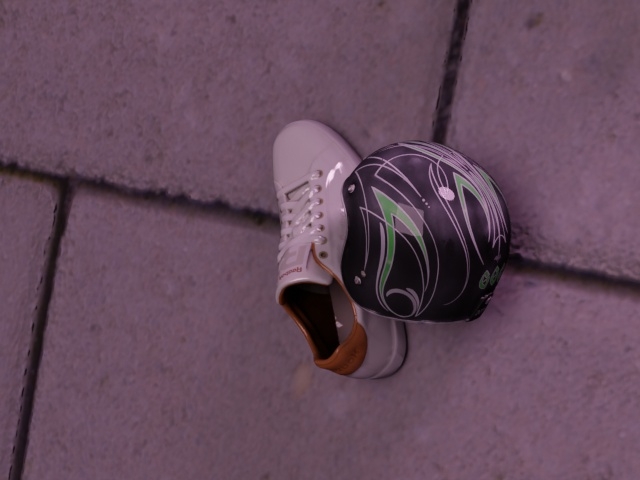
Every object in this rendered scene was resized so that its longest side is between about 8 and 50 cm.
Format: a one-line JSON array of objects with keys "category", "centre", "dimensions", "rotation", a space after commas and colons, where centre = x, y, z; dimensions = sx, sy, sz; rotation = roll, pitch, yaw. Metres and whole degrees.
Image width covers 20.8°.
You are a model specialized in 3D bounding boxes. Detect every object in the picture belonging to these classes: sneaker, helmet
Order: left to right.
[{"category": "sneaker", "centre": [0.000, 0.000, 1.783], "dimensions": [0.106, 0.123, 0.290], "rotation": [-31, 68, 31]}, {"category": "helmet", "centre": [0.101, -0.014, 1.689], "dimensions": [0.169, 0.169, 0.161], "rotation": [16, 111, 35]}]
